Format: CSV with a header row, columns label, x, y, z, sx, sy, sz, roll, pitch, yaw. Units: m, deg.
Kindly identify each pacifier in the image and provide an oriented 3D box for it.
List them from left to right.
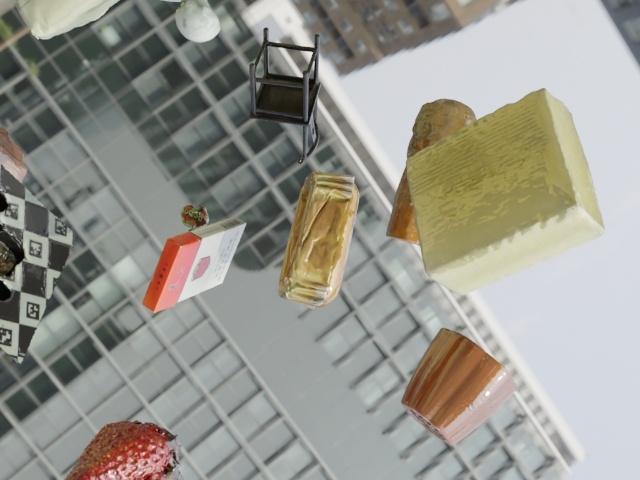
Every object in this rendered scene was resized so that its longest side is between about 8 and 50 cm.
label,x,y,z,sx,sy,sz,roll,pitch,yaw
pacifier,-0.250,-0.539,2.197,0.343,0.269,0.288,-17,161,41

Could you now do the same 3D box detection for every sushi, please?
label,x,y,z,sx,sy,sz,roll,pitch,yaw
sushi,-0.578,0.019,1.811,0.059,0.292,0.294,-17,-141,31

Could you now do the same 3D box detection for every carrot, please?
label,x,y,z,sx,sy,sz,roll,pitch,yaw
carrot,0.228,-0.135,2.097,0.138,0.138,0.302,2,-104,69

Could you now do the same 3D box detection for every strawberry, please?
label,x,y,z,sx,sy,sz,roll,pitch,yaw
strawberry,-0.458,0.538,2.377,0.288,0.250,0.238,-25,-167,-31

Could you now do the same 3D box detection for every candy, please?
label,x,y,z,sx,sy,sz,roll,pitch,yaw
candy,-0.247,-0.018,2.038,0.049,0.055,0.185,-58,174,-25

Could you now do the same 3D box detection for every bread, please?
label,x,y,z,sx,sy,sz,roll,pitch,yaw
bread,0.000,0.000,1.895,0.136,0.107,0.241,143,-40,-79

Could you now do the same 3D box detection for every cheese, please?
label,x,y,z,sx,sy,sz,roll,pitch,yaw
cheese,0.283,-0.074,1.643,0.265,0.124,0.243,-27,-130,29

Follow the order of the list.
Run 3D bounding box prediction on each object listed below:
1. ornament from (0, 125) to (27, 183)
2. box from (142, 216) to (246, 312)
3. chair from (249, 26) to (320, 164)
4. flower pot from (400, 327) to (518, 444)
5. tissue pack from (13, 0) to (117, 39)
label,x,y,z,sx,sy,sz,roll,pitch,yaw
ornament,-0.750,-0.192,2.151,0.221,0.218,0.235,-1,-121,15
box,-0.221,0.039,1.872,0.139,0.035,0.245,-65,164,18
chair,-0.073,-0.315,2.293,0.141,0.260,0.155,9,-131,7
flower pot,0.256,0.291,2.030,0.173,0.190,0.190,-48,-165,-9
tissue pack,-0.417,-0.555,1.814,0.380,0.297,0.207,-15,-163,47
